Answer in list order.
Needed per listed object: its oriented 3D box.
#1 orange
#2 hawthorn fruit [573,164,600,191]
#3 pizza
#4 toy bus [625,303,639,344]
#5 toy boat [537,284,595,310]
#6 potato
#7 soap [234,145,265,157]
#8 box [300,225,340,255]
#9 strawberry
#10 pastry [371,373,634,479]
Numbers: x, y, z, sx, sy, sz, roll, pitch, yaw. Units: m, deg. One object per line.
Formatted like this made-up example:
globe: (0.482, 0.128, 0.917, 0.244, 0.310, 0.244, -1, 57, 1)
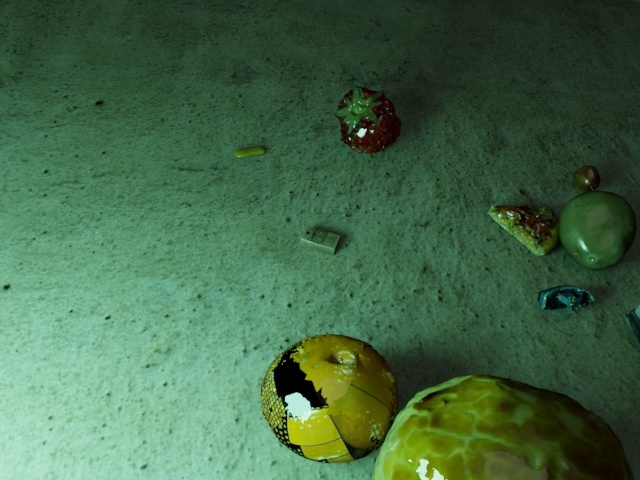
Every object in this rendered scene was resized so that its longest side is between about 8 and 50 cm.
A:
orange: (0.017, 0.262, 0.988, 0.235, 0.182, 0.234, 15, 27, -8)
hawthorn fruit: (0.780, -0.180, 1.719, 0.077, 0.077, 0.077, 6, 43, -6)
pizza: (0.534, -0.049, 1.534, 0.193, 0.053, 0.201, 17, 43, 5)
toy bus: (0.927, 0.180, 1.232, 0.440, 0.249, 0.209, 3, 43, -9)
toy boat: (0.561, 0.134, 1.340, 0.137, 0.060, 0.061, -1, 25, -22)
potato: (0.692, -0.029, 1.475, 0.178, 0.160, 0.235, 2, 54, 26)
soap: (-0.193, -0.242, 1.610, 0.089, 0.012, 0.034, -16, 49, -27)
box: (0.000, 0.000, 1.386, 0.083, 0.024, 0.053, 19, 43, 5)
strawberry: (0.144, -0.329, 1.676, 0.187, 0.184, 0.202, 24, 2, 40)
pastry: (0.260, 0.364, 0.834, 0.389, 0.312, 0.388, 12, 37, -9)
